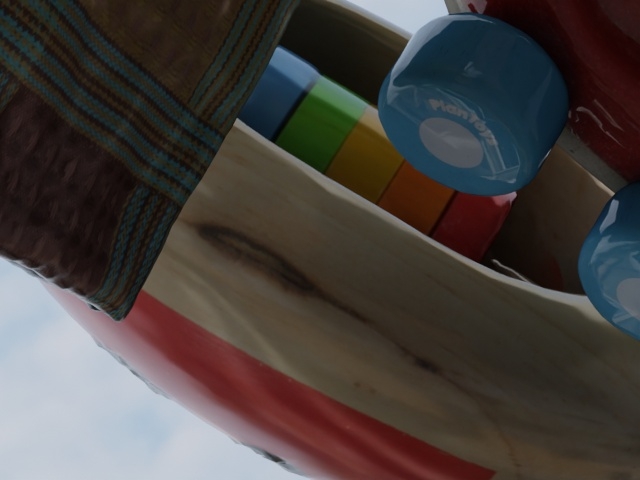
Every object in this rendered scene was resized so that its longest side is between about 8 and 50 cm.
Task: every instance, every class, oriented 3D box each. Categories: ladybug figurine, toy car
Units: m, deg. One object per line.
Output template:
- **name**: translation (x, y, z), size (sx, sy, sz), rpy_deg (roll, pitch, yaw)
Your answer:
- **ladybug figurine**: translation (0.000, 0.000, 0.987), size (0.162, 0.449, 0.305), rpy_deg (-60, -7, 28)
- **toy car**: translation (0.178, -0.112, 0.772), size (0.219, 0.210, 0.238), rpy_deg (-56, 9, -30)

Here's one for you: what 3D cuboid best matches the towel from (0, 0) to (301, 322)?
- **towel**: translation (-0.034, -0.161, 0.682), size (0.370, 0.040, 0.271), rpy_deg (-62, -22, -5)
